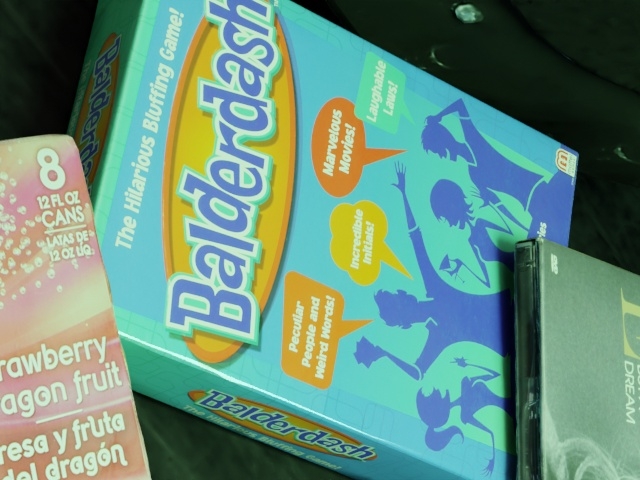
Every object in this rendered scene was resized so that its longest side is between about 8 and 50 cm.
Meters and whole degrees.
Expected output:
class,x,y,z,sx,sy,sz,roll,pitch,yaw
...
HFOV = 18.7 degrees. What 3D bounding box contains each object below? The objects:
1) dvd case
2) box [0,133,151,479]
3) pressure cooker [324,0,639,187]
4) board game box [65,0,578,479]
class,x,y,z,sx,sy,sz,roll,pitch,yaw
dvd case,0.153,0.103,0.806,0.221,0.018,0.165,19,65,-45
box,-0.185,0.052,0.511,0.256,0.128,0.123,-12,91,-45
pressure cooker,0.186,-0.273,0.774,0.375,0.370,0.420,19,61,-12
board game box,0.000,0.000,0.743,0.210,0.047,0.160,24,61,-28
